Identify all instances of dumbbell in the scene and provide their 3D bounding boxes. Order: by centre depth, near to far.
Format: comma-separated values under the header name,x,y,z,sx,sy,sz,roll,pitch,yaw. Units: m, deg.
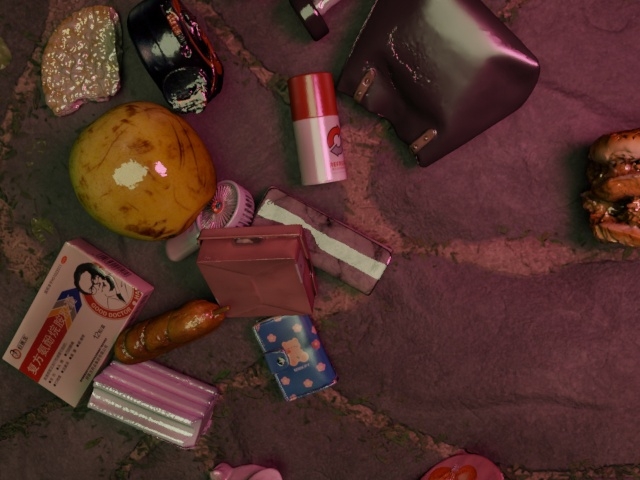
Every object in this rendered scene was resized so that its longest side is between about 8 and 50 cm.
name,x,y,z,sx,sy,sz,roll,pitch,yaw
dumbbell,0.039,-0.484,0.958,0.191,0.100,0.100,-33,95,10

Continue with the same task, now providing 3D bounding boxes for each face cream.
name,x,y,z,sx,sy,sz,roll,pitch,yaw
face cream,-0.007,-0.224,1.010,0.095,0.096,0.214,-7,99,8

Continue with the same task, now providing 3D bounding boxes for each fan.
name,x,y,z,sx,sy,sz,roll,pitch,yaw
fan,-0.247,-0.031,1.070,0.244,0.074,0.130,-34,53,21

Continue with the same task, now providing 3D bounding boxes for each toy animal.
name,x,y,z,sx,sy,sz,roll,pitch,yaw
toy animal,-0.206,0.643,1.103,0.271,0.265,0.206,-32,93,13

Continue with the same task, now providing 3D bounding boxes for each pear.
name,x,y,z,sx,sy,sz,roll,pitch,yaw
pear,-0.343,-0.132,0.979,0.283,0.283,0.284,1,100,7

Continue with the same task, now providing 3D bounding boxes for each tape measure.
name,x,y,z,sx,sy,sz,roll,pitch,yaw
tape measure,-0.274,-0.364,0.965,0.135,0.202,0.223,-24,111,8

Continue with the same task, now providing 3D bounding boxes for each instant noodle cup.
name,x,y,z,sx,sy,sz,roll,pitch,yaw
instant noodle cup,0.344,0.632,1.060,0.243,0.243,0.231,-37,101,11

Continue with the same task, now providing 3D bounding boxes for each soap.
name,x,y,z,sx,sy,sz,roll,pitch,yaw
soap,-0.372,0.365,1.132,0.261,0.150,0.094,23,107,2

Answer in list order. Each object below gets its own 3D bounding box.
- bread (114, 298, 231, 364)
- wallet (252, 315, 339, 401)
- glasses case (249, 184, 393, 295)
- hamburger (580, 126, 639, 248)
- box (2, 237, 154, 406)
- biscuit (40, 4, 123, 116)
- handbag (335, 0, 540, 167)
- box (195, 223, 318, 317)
name,x,y,z,sx,sy,sz,roll,pitch,yaw
bread,-0.319,0.191,1.080,0.344,0.124,0.084,-26,77,28
wallet,-0.060,0.255,1.120,0.141,0.059,0.202,-23,97,12
glasses case,0.000,0.000,1.058,0.299,0.060,0.114,28,99,5
hamburger,0.612,-0.102,0.878,0.245,0.260,0.211,-8,95,15
box,-0.575,0.197,1.170,0.214,0.069,0.353,34,100,0
biscuit,-0.507,-0.381,1.071,0.188,0.040,0.265,40,103,-1
handbag,0.207,-0.322,0.950,0.342,0.152,0.288,44,113,1
box,-0.126,0.070,1.022,0.215,0.086,0.215,-2,138,9
